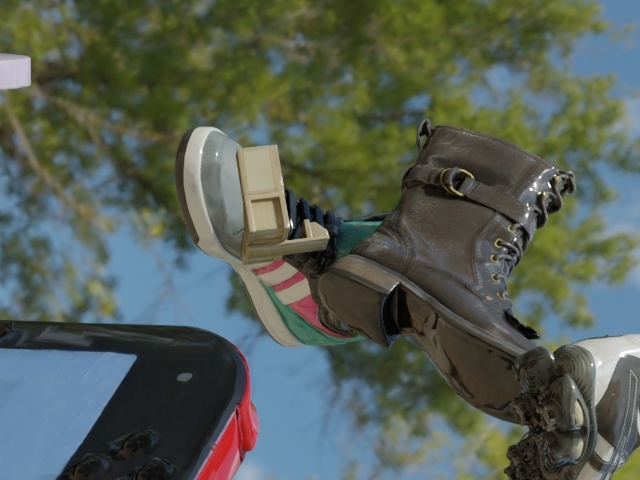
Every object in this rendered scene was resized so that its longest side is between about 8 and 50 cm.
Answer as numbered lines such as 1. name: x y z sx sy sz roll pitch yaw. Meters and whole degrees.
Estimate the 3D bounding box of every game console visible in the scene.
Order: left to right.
1. game console: -0.251 0.165 0.974 0.387 0.342 0.060 0 -56 29

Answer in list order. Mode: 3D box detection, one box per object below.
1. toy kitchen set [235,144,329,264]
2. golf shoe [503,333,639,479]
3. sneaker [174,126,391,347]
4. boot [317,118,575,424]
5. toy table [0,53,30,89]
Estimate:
1. toy kitchen set: -0.033 -0.029 1.439 0.083 0.068 0.075 109 -27 -69
2. golf shoe: 0.169 0.130 1.089 0.198 0.094 0.077 89 -25 -53
3. sneaker: 0.000 0.000 1.585 0.178 0.123 0.295 -4 -36 26
4. boot: 0.148 0.013 1.448 0.263 0.229 0.091 30 -35 17
5. toy table: -0.409 -0.222 1.615 0.252 0.274 0.161 -147 -124 -72
